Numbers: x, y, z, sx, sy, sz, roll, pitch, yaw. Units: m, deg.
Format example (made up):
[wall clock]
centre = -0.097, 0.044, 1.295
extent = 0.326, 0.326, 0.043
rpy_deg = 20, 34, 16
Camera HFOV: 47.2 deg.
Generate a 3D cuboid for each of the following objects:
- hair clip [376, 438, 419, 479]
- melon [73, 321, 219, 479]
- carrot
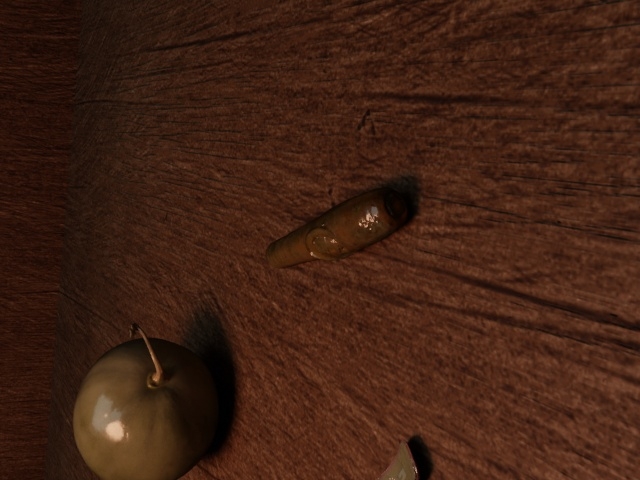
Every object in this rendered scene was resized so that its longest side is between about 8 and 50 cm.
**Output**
[hair clip]
centre = 0.083, 0.288, 0.856
extent = 0.137, 0.022, 0.054
rpy_deg = -64, 37, 33
[melon]
centre = -0.305, 0.306, 1.288
extent = 0.308, 0.272, 0.271
rpy_deg = 139, 128, -65
[carrot]
centre = 0.000, -0.001, 0.985
extent = 0.342, 0.070, 0.070
rpy_deg = -23, 68, 58
